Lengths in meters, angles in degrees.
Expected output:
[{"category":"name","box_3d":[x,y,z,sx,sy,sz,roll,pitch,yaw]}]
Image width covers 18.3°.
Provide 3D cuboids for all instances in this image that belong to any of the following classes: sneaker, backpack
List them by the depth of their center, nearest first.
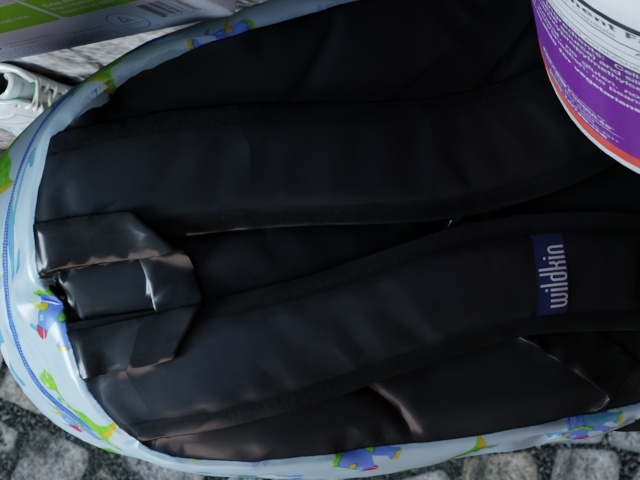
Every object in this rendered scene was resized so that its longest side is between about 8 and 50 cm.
[{"category":"backpack","box_3d":[0.000,0.000,1.062,0.355,0.290,0.273,-16,-172,-32]},{"category":"sneaker","box_3d":[-0.224,-0.105,1.531,0.152,0.053,0.061,12,164,-18]}]

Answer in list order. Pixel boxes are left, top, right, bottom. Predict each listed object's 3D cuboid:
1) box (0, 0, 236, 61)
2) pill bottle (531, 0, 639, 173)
[{"category":"box","box_3d":[-0.204,-0.183,1.000,0.262,0.126,0.231,-5,162,44]},{"category":"pill bottle","box_3d":[0.173,-0.144,0.846,0.181,0.181,0.323,4,167,11]}]
